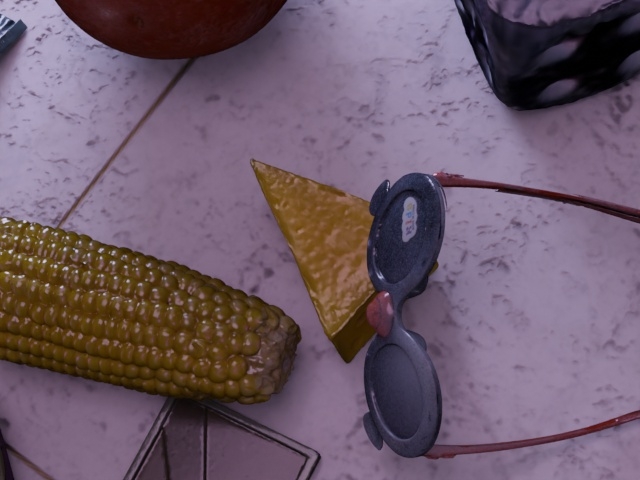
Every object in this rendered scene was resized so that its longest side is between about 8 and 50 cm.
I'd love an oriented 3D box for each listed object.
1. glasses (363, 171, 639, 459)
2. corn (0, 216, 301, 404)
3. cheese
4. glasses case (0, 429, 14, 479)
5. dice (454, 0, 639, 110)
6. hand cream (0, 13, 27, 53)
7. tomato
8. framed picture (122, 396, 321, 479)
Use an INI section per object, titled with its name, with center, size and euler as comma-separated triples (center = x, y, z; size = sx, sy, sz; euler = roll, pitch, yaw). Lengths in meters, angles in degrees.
[glasses]
center = 0.163, 0.066, 1.337
size = 0.268, 0.118, 0.234
euler = 4, 85, -28
[corn]
center = -0.191, 0.065, 1.395
size = 0.347, 0.130, 0.130
euler = 15, 73, 13
[cheese]
center = 0.000, 0.000, 1.410
size = 0.171, 0.093, 0.126
euler = 42, 83, 20
[glasses case]
center = -0.312, 0.273, 1.362
size = 0.123, 0.076, 0.316
euler = -19, 68, 1
[dice]
center = 0.215, -0.235, 1.420
size = 0.182, 0.183, 0.181
euler = -19, 70, 2
[hand cream]
center = -0.419, -0.239, 1.581
size = 0.248, 0.052, 0.075
euler = 24, 76, 16
[tomato]
center = -0.149, -0.294, 1.456
size = 0.265, 0.265, 0.265
euler = -3, 69, 7
[framed picture]
center = -0.110, 0.243, 1.377
size = 0.150, 0.015, 0.203
euler = 23, 75, 16
